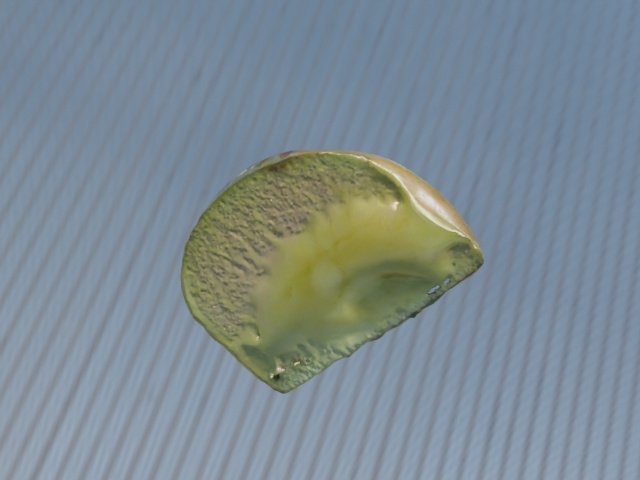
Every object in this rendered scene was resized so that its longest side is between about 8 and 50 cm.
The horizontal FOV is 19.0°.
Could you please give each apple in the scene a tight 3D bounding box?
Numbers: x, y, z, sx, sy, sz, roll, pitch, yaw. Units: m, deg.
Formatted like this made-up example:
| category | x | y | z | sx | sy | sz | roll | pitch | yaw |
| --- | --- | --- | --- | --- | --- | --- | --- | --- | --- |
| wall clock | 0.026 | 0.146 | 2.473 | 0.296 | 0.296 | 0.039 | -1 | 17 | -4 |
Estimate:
| category | x | y | z | sx | sy | sz | roll | pitch | yaw |
| --- | --- | --- | --- | --- | --- | --- | --- | --- | --- |
| apple | 0.000 | 0.000 | 1.706 | 0.193 | 0.265 | 0.120 | 48 | 29 | -11 |
